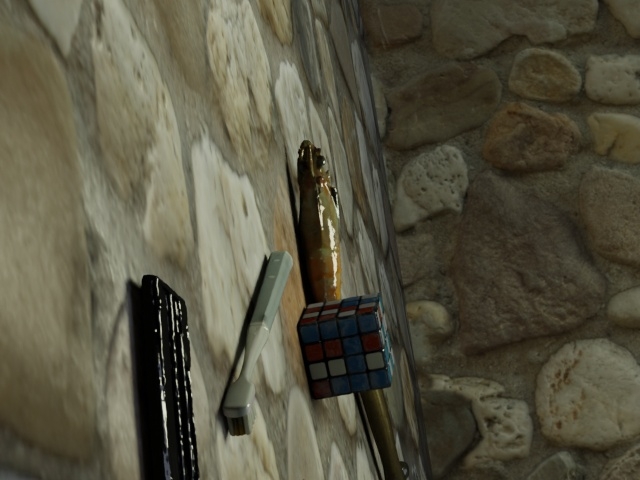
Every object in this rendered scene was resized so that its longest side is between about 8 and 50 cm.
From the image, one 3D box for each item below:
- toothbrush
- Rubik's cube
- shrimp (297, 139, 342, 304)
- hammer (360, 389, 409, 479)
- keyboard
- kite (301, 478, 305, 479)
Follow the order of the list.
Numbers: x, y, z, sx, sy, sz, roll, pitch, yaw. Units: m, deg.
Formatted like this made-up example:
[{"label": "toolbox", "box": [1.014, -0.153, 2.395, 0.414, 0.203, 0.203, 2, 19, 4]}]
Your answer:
[{"label": "toothbrush", "box": [-0.051, 0.077, 1.051, 0.342, 0.025, 0.030, -80, 164, -68]}, {"label": "Rubik's cube", "box": [0.031, 0.121, 1.360, 0.092, 0.092, 0.092, -63, 142, -78]}, {"label": "shrimp", "box": [-0.002, 0.000, 1.475, 0.143, 0.052, 0.250, 149, -61, -87]}, {"label": "hammer", "box": [0.087, 0.275, 1.790, 0.168, 0.044, 0.439, -93, 169, -53]}, {"label": "keyboard", "box": [-0.087, 0.147, 0.720, 0.087, 0.017, 0.250, 60, 22, -73]}, {"label": "kite", "box": [0.007, 0.354, 1.202, 0.198, 0.006, 0.244, -77, 156, -72]}]
